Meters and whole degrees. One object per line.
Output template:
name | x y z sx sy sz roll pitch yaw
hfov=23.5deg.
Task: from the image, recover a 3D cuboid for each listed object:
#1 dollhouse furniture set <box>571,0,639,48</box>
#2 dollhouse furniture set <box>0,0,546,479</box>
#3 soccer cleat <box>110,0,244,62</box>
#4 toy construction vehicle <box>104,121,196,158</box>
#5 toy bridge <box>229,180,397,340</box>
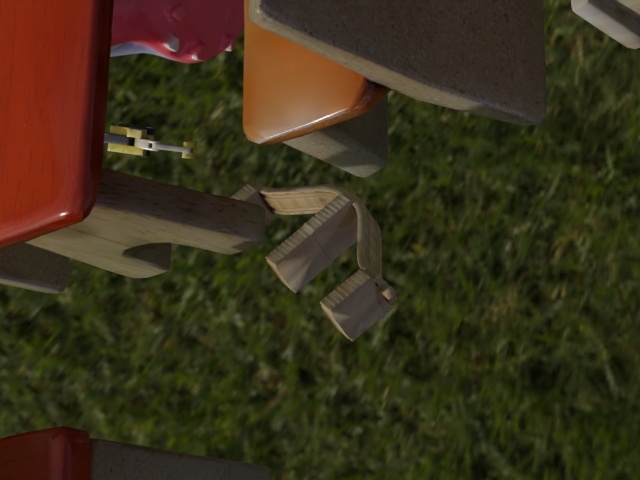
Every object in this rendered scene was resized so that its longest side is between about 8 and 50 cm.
dollhouse furniture set | 0.292 -0.090 0.715 0.303 0.286 0.198 25 152 -34
dollhouse furniture set | -0.084 -0.019 0.418 0.135 0.259 0.262 16 156 -41
soccer cleat | -0.157 -0.173 1.171 0.095 0.248 0.083 20 115 36
toy construction vehicle | -0.147 -0.047 1.203 0.098 0.035 0.086 12 95 18
toy bridge | 0.000 0.000 0.874 0.063 0.188 0.026 -40 119 -8
